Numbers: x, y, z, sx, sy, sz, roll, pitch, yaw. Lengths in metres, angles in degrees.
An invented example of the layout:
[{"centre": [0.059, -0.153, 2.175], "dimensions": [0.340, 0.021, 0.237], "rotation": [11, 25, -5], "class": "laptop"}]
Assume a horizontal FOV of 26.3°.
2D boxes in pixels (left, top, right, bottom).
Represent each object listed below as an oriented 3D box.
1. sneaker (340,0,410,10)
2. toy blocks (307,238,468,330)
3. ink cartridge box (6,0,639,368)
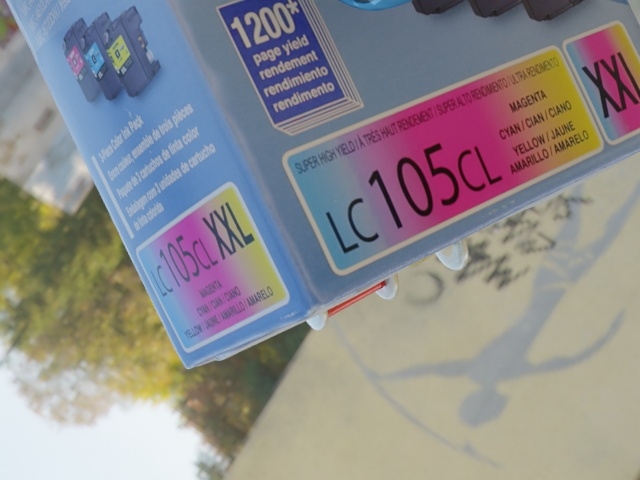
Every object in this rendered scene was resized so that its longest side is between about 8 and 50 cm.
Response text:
[{"centre": [0.041, -0.259, 0.538], "dimensions": [0.139, 0.341, 0.125], "rotation": [17, 180, 22], "class": "sneaker"}, {"centre": [0.000, 0.000, 0.865], "dimensions": [0.123, 0.148, 0.054], "rotation": [52, 158, 44], "class": "toy blocks"}, {"centre": [-0.024, -0.172, 0.693], "dimensions": [0.151, 0.270, 0.395], "rotation": [-31, 85, 55], "class": "ink cartridge box"}]
